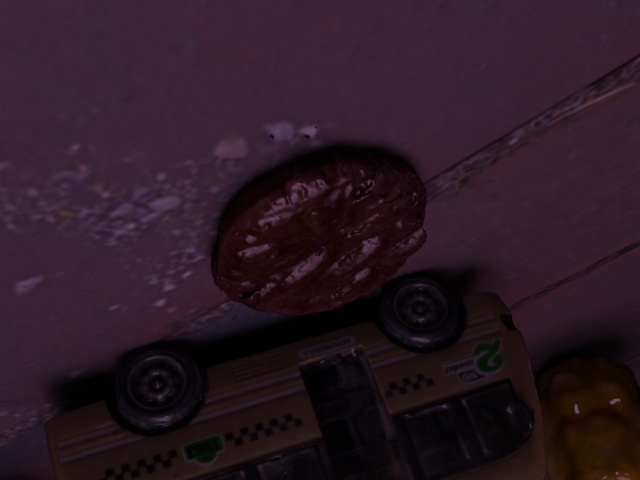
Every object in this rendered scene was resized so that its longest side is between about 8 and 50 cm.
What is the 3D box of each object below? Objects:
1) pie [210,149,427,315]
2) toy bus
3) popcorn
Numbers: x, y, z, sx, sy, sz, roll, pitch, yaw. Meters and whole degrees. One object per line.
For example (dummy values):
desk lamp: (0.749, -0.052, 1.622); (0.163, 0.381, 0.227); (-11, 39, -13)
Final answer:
pie: (0.000, 0.000, 0.503); (0.154, 0.036, 0.154); (-15, 149, -10)
toy bus: (-0.006, 0.176, 0.620); (0.365, 0.202, 0.177); (-15, 149, -12)
popcorn: (0.292, 0.316, 0.923); (0.381, 0.349, 0.349); (-17, 150, 2)
